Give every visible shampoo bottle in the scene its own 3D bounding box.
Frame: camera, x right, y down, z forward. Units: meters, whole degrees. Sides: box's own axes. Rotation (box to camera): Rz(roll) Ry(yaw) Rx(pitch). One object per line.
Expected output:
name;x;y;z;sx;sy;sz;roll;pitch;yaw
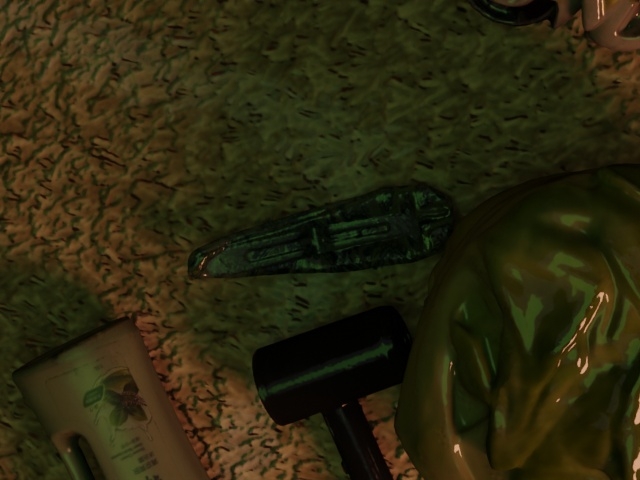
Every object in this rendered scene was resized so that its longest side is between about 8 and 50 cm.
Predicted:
shampoo bottle;-0.162;0.192;1.569;0.118;0.087;0.234;-26;93;13

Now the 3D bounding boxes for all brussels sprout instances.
brussels sprout;0.211;0.084;1.382;0.328;0.247;0.328;1;92;26

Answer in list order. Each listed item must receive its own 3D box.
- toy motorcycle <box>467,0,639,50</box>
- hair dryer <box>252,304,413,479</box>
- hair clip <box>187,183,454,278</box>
toy motorcycle;0.266;-0.255;1.362;0.223;0.108;0.340;36;123;-5
hair dryer;0.053;0.183;1.539;0.128;0.070;0.255;-23;101;15
hair clip;0.001;-0.001;1.525;0.229;0.036;0.066;-11;101;8
